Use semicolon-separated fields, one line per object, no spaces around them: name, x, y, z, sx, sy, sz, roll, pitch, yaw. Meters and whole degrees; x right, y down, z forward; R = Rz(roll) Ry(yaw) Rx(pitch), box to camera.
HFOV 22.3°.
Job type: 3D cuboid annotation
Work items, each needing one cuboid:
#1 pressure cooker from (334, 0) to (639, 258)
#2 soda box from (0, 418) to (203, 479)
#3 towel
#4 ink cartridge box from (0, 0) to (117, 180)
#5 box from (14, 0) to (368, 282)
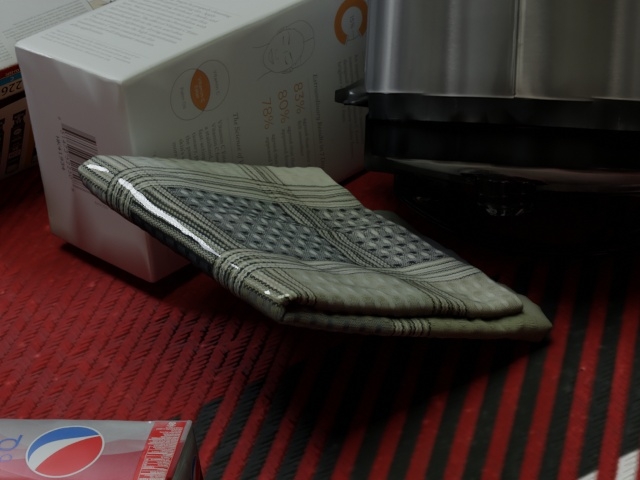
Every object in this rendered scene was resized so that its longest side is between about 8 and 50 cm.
pressure cooker;0.215;-0.194;1.494;0.375;0.420;0.370;2;3;-17
soda box;-0.224;0.195;1.238;0.263;0.092;0.083;0;32;12
towel;0.000;0.000;1.409;0.324;0.056;0.312;6;17;-41
ink cartridge box;-0.325;-0.165;1.756;0.309;0.272;0.130;-27;67;-28
box;-0.103;-0.141;1.622;0.345;0.215;0.168;-29;37;-36
